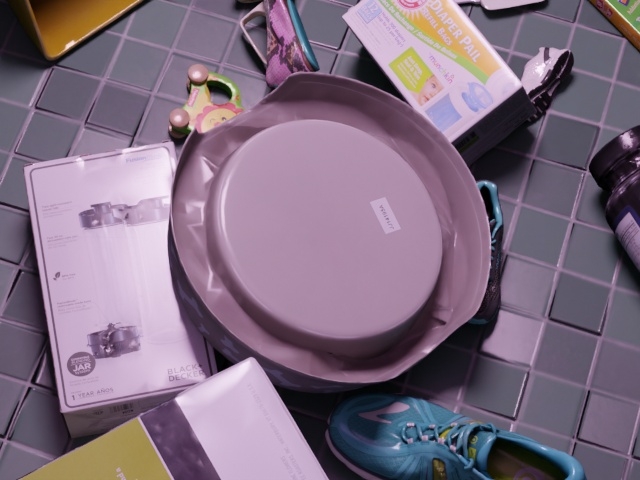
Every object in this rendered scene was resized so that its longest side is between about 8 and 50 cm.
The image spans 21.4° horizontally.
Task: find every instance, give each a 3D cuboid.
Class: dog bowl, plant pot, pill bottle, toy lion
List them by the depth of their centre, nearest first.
[{"bbox_3d":[0.000,0.000,1.764,0.348,0.102,0.349,9,64,-18],"label":"dog bowl"},{"bbox_3d":[0.385,-0.015,1.831,0.123,0.123,0.219,-24,68,-13],"label":"pill bottle"},{"bbox_3d":[-0.118,-0.141,1.926,0.096,0.034,0.100,19,65,-1],"label":"toy lion"},{"bbox_3d":[-0.304,-0.376,1.943,0.212,0.212,0.187,-38,59,-17],"label":"plant pot"}]

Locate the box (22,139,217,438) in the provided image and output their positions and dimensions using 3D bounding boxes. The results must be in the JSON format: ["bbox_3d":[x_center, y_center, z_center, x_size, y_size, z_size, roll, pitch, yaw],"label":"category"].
[{"bbox_3d":[-0.211,0.049,1.801,0.169,0.087,0.290,-11,66,-7],"label":"box"}]

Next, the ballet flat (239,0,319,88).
[{"bbox_3d":[-0.059,-0.274,1.972,0.079,0.077,0.221,-17,66,12],"label":"ballet flat"}]

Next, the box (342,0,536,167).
[{"bbox_3d":[0.133,-0.198,1.903,0.114,0.103,0.203,-39,70,5],"label":"box"}]

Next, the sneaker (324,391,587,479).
[{"bbox_3d":[0.141,0.210,1.725,0.275,0.110,0.107,15,65,6],"label":"sneaker"}]

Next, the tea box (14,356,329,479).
[{"bbox_3d":[-0.147,0.317,1.544,0.323,0.329,0.220,-27,69,-12],"label":"tea box"}]

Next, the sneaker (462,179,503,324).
[{"bbox_3d":[0.169,0.008,1.838,0.065,0.076,0.166,2,65,0],"label":"sneaker"}]

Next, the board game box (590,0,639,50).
[{"bbox_3d":[0.419,-0.265,1.998,0.124,0.039,0.259,-35,73,-17],"label":"board game box"}]

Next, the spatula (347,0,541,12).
[{"bbox_3d":[0.140,-0.336,2.031,0.242,0.019,0.168,-8,66,-6],"label":"spatula"}]

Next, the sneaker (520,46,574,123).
[{"bbox_3d":[0.246,-0.179,1.955,0.044,0.040,0.109,26,69,43],"label":"sneaker"}]
